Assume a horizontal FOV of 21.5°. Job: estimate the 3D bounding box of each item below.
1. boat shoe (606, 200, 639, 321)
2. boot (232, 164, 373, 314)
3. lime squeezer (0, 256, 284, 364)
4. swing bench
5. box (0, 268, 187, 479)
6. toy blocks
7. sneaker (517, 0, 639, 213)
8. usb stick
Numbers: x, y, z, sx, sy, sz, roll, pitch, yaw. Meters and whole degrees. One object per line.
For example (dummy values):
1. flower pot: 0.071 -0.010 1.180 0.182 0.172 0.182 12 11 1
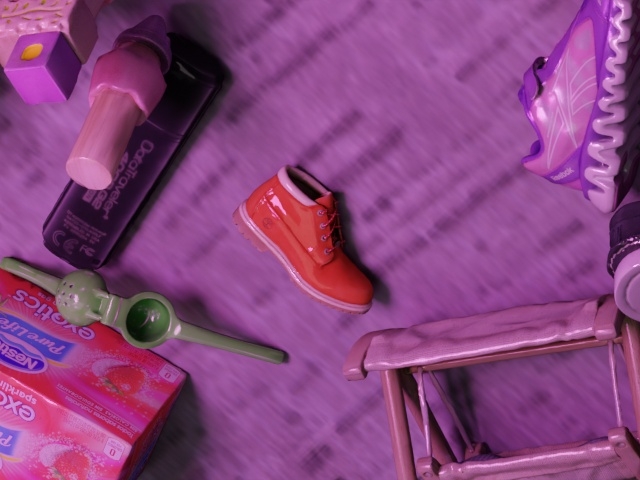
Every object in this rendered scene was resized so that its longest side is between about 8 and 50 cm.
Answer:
1. boat shoe: 0.388 0.024 1.405 0.302 0.091 0.114 12 135 -11
2. boot: 0.000 0.000 1.576 0.158 0.059 0.084 42 118 -2
3. lime squeezer: -0.192 0.074 1.656 0.310 0.059 0.110 18 165 11
4. swing bench: 0.192 0.168 1.531 0.253 0.165 0.255 -10 107 26
5. box: -0.313 0.150 1.724 0.300 0.142 0.154 30 124 4
6. toy blocks: -0.293 -0.233 1.442 0.288 0.260 0.309 1 141 22
7. sneaker: 0.216 -0.138 1.402 0.104 0.095 0.236 15 122 22
8. usb stick: -0.183 -0.080 1.611 0.077 0.045 0.278 32 123 -6
